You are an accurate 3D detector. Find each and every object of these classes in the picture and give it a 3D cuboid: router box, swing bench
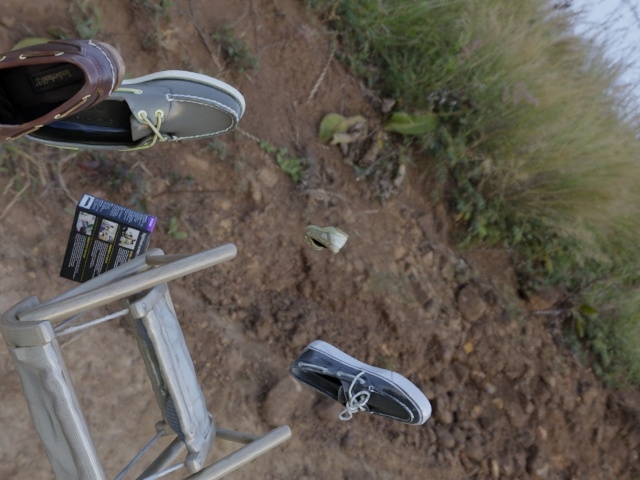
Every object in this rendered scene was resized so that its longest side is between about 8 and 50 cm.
[{"bbox_3d":[-0.387,0.014,1.119,0.133,0.179,0.046,20,36,-14],"label":"router box"},{"bbox_3d":[-0.198,0.161,0.677,0.255,0.165,0.253,-26,106,-48],"label":"swing bench"}]

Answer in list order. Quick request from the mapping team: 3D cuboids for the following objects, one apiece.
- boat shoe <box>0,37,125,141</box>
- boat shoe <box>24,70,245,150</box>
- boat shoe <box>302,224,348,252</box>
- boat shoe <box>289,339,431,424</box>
[{"bbox_3d":[-0.274,-0.124,0.530,0.073,0.207,0.073,-81,152,-63],"label":"boat shoe"},{"bbox_3d":[-0.259,-0.172,0.860,0.109,0.305,0.091,99,-11,-49],"label":"boat shoe"},{"bbox_3d":[0.002,0.001,1.288,0.056,0.048,0.153,35,-16,-28],"label":"boat shoe"},{"bbox_3d":[0.074,0.310,1.279,0.306,0.113,0.105,26,41,24],"label":"boat shoe"}]
